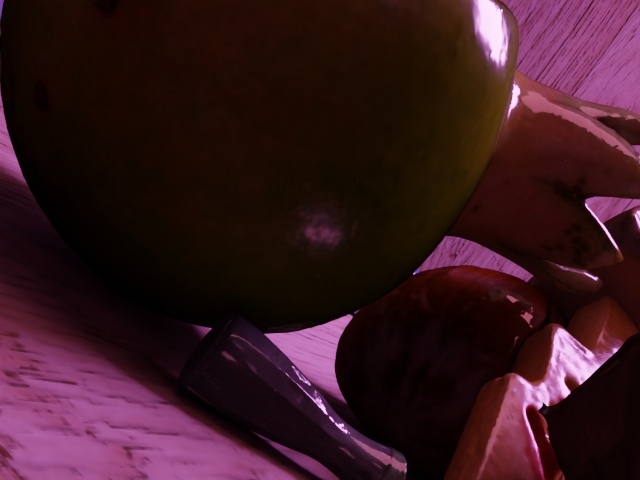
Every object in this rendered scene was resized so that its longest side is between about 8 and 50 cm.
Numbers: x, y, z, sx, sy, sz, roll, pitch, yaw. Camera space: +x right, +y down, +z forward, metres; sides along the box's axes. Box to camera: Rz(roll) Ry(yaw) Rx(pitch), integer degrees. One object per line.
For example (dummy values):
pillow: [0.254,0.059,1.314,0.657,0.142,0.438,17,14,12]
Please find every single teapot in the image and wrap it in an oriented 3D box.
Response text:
teapot: [-0.010,0.081,0.468,0.110,0.043,0.043,40,2,-9]

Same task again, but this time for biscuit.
biscuit: [0.146,0.128,0.537,0.238,0.041,0.212,5,67,-45]

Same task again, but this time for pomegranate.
pomegranate: [-0.006,-0.045,0.561,0.358,0.216,0.310,25,3,-6]

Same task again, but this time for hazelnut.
hazelnut: [0.083,0.087,0.639,0.154,0.143,0.143,29,0,25]

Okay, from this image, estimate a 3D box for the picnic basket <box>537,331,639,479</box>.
picnic basket: [0.274,0.141,0.362,0.337,0.293,0.337,49,7,-8]

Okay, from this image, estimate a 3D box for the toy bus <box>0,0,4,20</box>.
toy bus: [-0.416,-0.340,1.121,0.294,0.197,0.232,35,-7,2]

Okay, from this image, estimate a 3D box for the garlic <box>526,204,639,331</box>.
garlic: [0.188,0.086,0.716,0.143,0.112,0.318,28,-33,19]

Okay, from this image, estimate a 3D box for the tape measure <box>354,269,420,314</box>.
tape measure: [0.000,0.000,1.297,0.351,0.098,0.215,33,2,-6]
